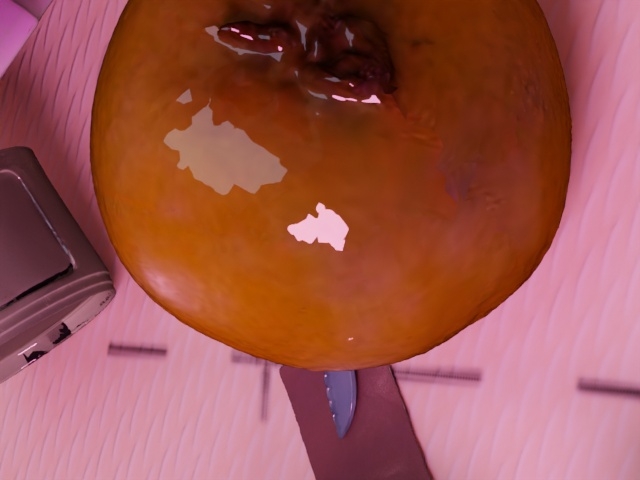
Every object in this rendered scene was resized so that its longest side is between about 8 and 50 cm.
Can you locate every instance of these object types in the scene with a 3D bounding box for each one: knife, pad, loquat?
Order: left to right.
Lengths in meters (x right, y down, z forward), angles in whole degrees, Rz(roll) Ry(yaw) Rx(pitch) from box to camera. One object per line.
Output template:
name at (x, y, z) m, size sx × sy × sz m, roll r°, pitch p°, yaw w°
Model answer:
knife at (0.000, 0.000, 1.454) m, size 0.044 × 0.019 × 0.313 m, roll -26°, pitch 66°, yaw 50°
loquat at (0.007, -0.064, 1.266) m, size 0.359 × 0.328 × 0.328 m, roll 84°, pitch 174°, yaw -71°
pad at (0.029, 0.151, 1.416) m, size 0.113 × 0.006 × 0.188 m, roll -43°, pitch 55°, yaw 36°

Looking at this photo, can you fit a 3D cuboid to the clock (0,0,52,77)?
clock at (-0.353, -0.145, 1.657) m, size 0.338 × 0.102 × 0.338 m, roll -51°, pitch 13°, yaw 17°

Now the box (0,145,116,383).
box at (-0.307, 0.041, 1.601) m, size 0.226 × 0.226 × 0.149 m, roll -38°, pitch 83°, yaw 37°
